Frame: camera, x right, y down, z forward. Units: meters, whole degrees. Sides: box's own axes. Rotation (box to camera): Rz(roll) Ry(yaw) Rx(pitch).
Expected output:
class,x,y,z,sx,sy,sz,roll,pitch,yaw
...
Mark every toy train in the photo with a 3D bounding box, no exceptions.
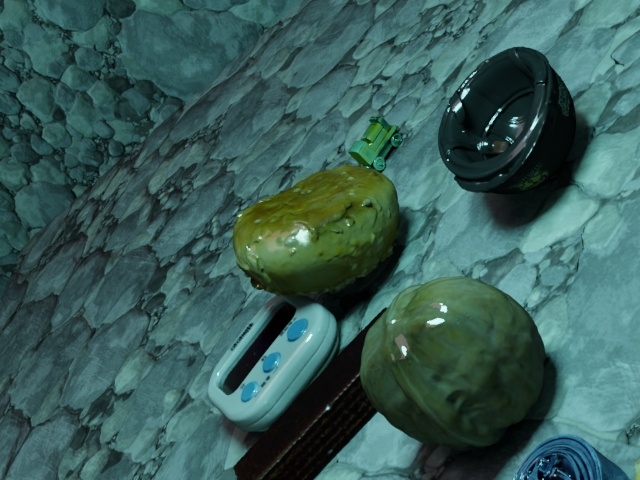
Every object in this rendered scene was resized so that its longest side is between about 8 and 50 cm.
class,x,y,z,sx,sy,sz,roll,pitch,yaw
toy train,0.111,-0.192,2.600,0.050,0.081,0.122,7,60,56

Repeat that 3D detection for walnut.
class,x,y,z,sx,sy,sz,roll,pitch,yaw
walnut,0.176,0.162,1.759,0.248,0.248,0.248,-39,25,23

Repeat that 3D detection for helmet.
class,x,y,z,sx,sy,sz,roll,pitch,yaw
helmet,0.320,-0.170,2.090,0.230,0.160,0.278,-36,41,30

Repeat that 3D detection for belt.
class,x,y,z,sx,sy,sz,roll,pitch,yaw
belt,0.290,0.311,1.504,0.141,0.082,0.190,-48,21,17

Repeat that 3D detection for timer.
class,x,y,z,sx,sy,sz,roll,pitch,yaw
timer,-0.081,0.215,2.311,0.262,0.087,0.237,-52,24,-6

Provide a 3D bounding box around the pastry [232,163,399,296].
class,x,y,z,sx,sy,sz,roll,pitch,yaw
pastry,0.000,0.000,2.316,0.316,0.184,0.284,-29,22,-22

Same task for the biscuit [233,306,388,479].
class,x,y,z,sx,sy,sz,roll,pitch,yaw
biscuit,0.011,0.277,2.072,0.388,0.073,0.107,-48,22,6

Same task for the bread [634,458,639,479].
class,x,y,z,sx,sy,sz,roll,pitch,yaw
bread,0.385,0.268,1.351,0.073,0.122,0.149,-36,28,22
